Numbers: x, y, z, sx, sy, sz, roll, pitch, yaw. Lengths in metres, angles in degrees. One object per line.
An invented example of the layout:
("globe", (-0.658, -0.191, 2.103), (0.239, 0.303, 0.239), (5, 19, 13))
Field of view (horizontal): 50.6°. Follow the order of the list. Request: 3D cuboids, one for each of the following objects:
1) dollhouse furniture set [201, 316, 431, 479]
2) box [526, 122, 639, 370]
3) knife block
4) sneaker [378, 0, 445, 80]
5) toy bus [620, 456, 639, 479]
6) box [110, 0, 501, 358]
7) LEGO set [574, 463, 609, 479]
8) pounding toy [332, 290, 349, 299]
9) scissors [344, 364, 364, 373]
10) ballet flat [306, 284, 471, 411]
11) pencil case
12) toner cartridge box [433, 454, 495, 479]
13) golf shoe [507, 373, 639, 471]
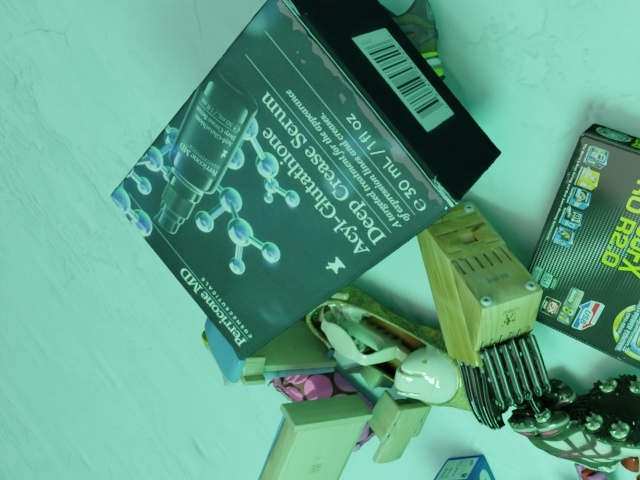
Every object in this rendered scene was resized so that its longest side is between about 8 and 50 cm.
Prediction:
("dollhouse furniture set", (-0.039, 0.259, 1.135), (0.303, 0.287, 0.198), (50, 127, 45))
("box", (0.389, 0.016, 0.850), (0.216, 0.060, 0.269), (27, 123, 24))
("knife block", (0.219, 0.115, 0.951), (0.242, 0.088, 0.275), (88, 161, -44))
("sneaker", (0.033, -0.284, 0.958), (0.300, 0.111, 0.121), (8, 107, 24))
("toy bus", (0.484, 0.371, 0.900), (0.105, 0.202, 0.190), (-13, 95, 7))
("box", (-0.029, -0.085, 0.880), (0.293, 0.212, 0.395), (50, 126, 0))
("LEGO set", (0.408, 0.447, 0.970), (0.227, 0.087, 0.093), (69, 167, -5))
("pounding toy", (0.003, 0.010, 1.095), (0.181, 0.094, 0.206), (46, 126, 8))
("scissors", (0.158, 0.191, 1.117), (0.297, 0.021, 0.108), (2, 111, 36))
("ballet flat", (0.120, 0.178, 1.054), (0.349, 0.123, 0.123), (29, 123, 29))
("pencil case", (0.010, 0.284, 1.206), (0.209, 0.098, 0.095), (36, 143, 19))
("toner cartridge box", (0.274, 0.542, 1.087), (0.075, 0.165, 0.347), (-22, 96, 39))
("golf shoe", (0.389, 0.252, 0.913), (0.120, 0.105, 0.273), (48, 153, -15))
